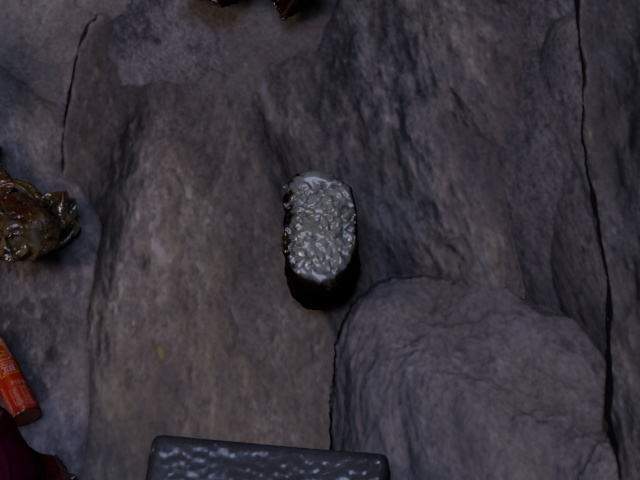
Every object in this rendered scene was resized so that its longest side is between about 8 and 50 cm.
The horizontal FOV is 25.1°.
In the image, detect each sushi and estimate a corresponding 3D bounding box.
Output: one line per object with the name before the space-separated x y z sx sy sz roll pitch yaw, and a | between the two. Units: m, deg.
sushi | 0.000 0.000 1.598 0.090 0.078 0.150 -3 58 -4

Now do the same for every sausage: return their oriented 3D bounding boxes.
sausage | -0.345 0.142 1.571 0.034 0.034 0.129 -27 61 -11

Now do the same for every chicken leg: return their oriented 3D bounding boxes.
chicken leg | -0.366 -0.040 1.663 0.196 0.080 0.125 33 57 30

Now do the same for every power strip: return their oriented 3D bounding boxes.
power strip | -0.060 0.262 1.455 0.257 0.070 0.105 5 58 6

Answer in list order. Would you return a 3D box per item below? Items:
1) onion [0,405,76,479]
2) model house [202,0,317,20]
onion | -0.336 0.243 1.433 0.218 0.140 0.195 4 79 -34
model house | -0.081 -0.361 1.787 0.203 0.141 0.164 13 51 10
